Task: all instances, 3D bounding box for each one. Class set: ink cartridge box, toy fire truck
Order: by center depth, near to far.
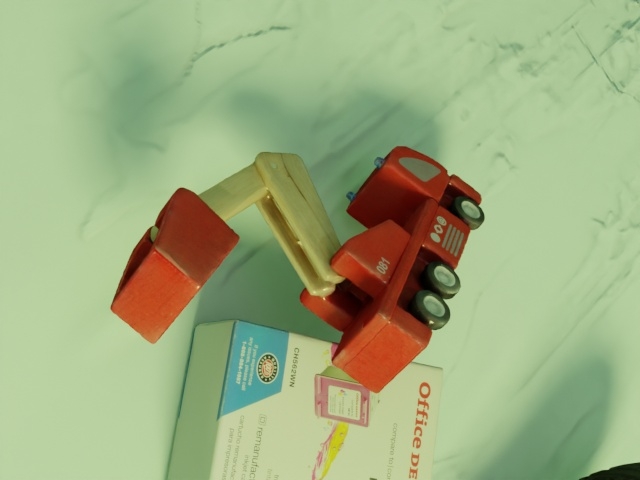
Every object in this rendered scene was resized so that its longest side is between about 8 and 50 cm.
[{"bbox_3d":[0.000,0.000,0.492,0.135,0.047,0.192,36,39,-5],"label":"toy fire truck"},{"bbox_3d":[-0.005,0.094,0.504,0.122,0.052,0.088,16,74,-29],"label":"ink cartridge box"}]

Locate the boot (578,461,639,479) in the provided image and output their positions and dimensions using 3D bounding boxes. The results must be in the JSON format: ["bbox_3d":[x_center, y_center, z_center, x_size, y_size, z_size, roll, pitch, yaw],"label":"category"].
[{"bbox_3d":[0.163,0.253,0.567,0.190,0.076,0.208,-31,92,-16],"label":"boot"}]
